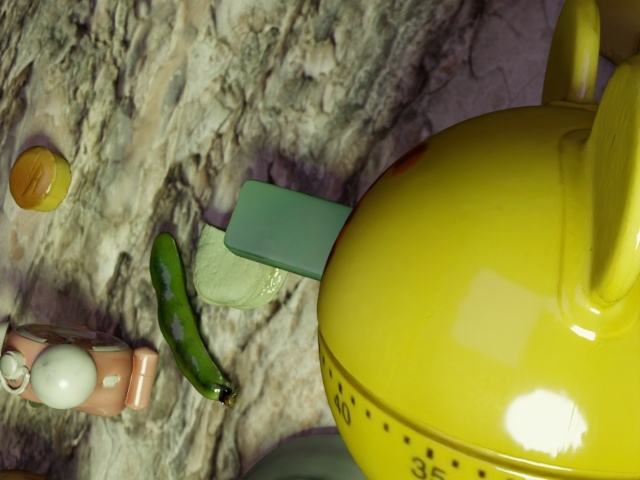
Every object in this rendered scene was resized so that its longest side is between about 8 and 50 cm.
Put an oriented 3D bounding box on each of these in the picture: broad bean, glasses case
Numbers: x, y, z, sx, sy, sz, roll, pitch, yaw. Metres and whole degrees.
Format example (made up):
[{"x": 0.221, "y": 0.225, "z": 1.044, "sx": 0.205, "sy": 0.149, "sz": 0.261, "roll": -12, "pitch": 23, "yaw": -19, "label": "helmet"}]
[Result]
[{"x": -0.145, "y": 0.092, "z": 1.118, "sx": 0.069, "sy": 0.039, "sz": 0.226, "roll": -46, "pitch": 60, "yaw": 30, "label": "broad bean"}, {"x": 0.000, "y": 0.000, "z": 1.009, "sx": 0.184, "sy": 0.039, "sz": 0.077, "roll": 17, "pitch": 80, "yaw": 16, "label": "glasses case"}]

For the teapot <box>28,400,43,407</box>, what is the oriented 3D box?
[{"x": -0.366, "y": 0.159, "z": 1.243, "sx": 0.111, "sy": 0.043, "sz": 0.043, "roll": 44, "pitch": 104, "yaw": 29, "label": "teapot"}]

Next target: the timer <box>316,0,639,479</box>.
[{"x": 0.174, "y": 0.032, "z": 0.727, "sx": 0.376, "sy": 0.376, "sz": 0.386, "roll": 25, "pitch": 117, "yaw": 34, "label": "timer"}]

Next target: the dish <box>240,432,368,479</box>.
[{"x": -0.016, "y": 0.337, "z": 0.942, "sx": 0.317, "sy": 0.106, "sz": 0.316, "roll": -7, "pitch": 76, "yaw": 31, "label": "dish"}]

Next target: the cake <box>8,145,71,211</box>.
[{"x": -0.357, "y": -0.078, "z": 1.287, "sx": 0.084, "sy": 0.044, "sz": 0.084, "roll": -7, "pitch": 76, "yaw": 29, "label": "cake"}]

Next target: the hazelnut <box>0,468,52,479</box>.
[{"x": -0.344, "y": 0.353, "z": 1.110, "sx": 0.214, "sy": 0.176, "sz": 0.214, "roll": 14, "pitch": 118, "yaw": 29, "label": "hazelnut"}]

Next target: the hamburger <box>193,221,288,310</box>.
[{"x": -0.092, "y": 0.033, "z": 1.092, "sx": 0.121, "sy": 0.054, "sz": 0.084, "roll": 20, "pitch": 95, "yaw": 37, "label": "hamburger"}]

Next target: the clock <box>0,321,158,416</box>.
[{"x": -0.286, "y": 0.145, "z": 1.123, "sx": 0.166, "sy": 0.162, "sz": 0.092, "roll": 14, "pitch": 90, "yaw": 34, "label": "clock"}]

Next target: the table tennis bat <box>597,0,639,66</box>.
[{"x": 0.303, "y": -0.191, "z": 0.891, "sx": 0.198, "sy": 0.050, "sz": 0.320, "roll": 12, "pitch": 83, "yaw": 33, "label": "table tennis bat"}]
